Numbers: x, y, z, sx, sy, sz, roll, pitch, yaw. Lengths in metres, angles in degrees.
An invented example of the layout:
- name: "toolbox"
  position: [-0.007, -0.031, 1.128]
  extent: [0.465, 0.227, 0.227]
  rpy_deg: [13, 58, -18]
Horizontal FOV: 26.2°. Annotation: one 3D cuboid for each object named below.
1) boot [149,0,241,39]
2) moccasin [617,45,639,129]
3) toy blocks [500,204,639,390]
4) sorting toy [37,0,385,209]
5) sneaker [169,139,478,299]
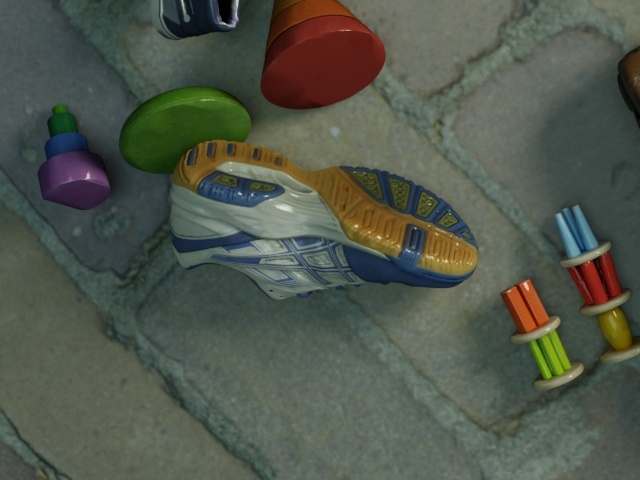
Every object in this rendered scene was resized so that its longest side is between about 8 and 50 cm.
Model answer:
- name: "boot"
  position: [-0.108, -0.282, 1.271]
  extent: [0.086, 0.069, 0.190]
  rpy_deg: [3, 95, 40]
- name: "moccasin"
  position: [0.401, -0.021, 1.210]
  extent: [0.147, 0.139, 0.380]
  rpy_deg: [-24, 85, 23]
- name: "toy blocks"
  position: [0.226, 0.052, 1.290]
  extent: [0.123, 0.054, 0.148]
  rpy_deg: [-23, 94, 14]
- name: "sorting toy"
  position: [-0.120, -0.156, 1.317]
  extent: [0.365, 0.127, 0.126]
  rpy_deg: [-24, 65, 17]
- name: "sneaker"
  position: [0.000, 0.000, 1.316]
  extent: [0.296, 0.112, 0.131]
  rpy_deg: [17, 127, 4]
